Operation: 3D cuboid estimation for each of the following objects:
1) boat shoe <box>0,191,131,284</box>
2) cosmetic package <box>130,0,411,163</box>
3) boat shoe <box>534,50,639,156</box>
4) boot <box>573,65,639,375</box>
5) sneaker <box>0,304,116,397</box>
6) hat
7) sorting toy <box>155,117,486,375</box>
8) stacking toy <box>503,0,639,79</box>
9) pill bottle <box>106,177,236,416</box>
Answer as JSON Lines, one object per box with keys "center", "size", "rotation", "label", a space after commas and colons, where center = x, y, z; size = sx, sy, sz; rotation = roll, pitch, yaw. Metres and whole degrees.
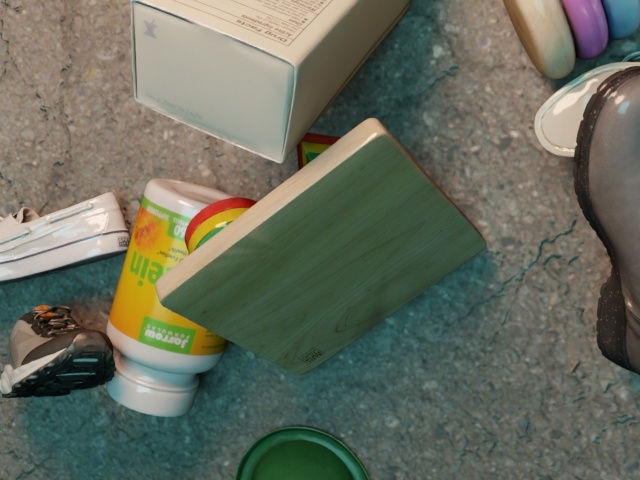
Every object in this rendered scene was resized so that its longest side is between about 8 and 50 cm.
{"center": [-0.356, 0.002, 1.060], "size": [0.258, 0.095, 0.084], "rotation": [-13, 88, 5], "label": "boat shoe"}
{"center": [-0.028, -0.225, 0.831], "size": [0.160, 0.309, 0.113], "rotation": [25, 139, 12], "label": "cosmetic package"}
{"center": [0.337, -0.148, 0.862], "size": [0.254, 0.079, 0.095], "rotation": [-26, 87, 13], "label": "boat shoe"}
{"center": [0.343, 0.023, 0.754], "size": [0.118, 0.222, 0.338], "rotation": [-27, 120, -13], "label": "boot"}
{"center": [-0.308, 0.121, 0.990], "size": [0.271, 0.100, 0.108], "rotation": [-20, 70, 56], "label": "sneaker"}
{"center": [-0.035, 0.328, 0.949], "size": [0.173, 0.183, 0.209], "rotation": [-27, 88, 15], "label": "hat"}
{"center": [0.000, 0.000, 0.882], "size": [0.257, 0.255, 0.089], "rotation": [-36, 53, 13], "label": "sorting toy"}
{"center": [0.340, -0.283, 0.827], "size": [0.330, 0.141, 0.141], "rotation": [-25, 89, 11], "label": "stacking toy"}
{"center": [-0.160, 0.065, 0.982], "size": [0.136, 0.136, 0.246], "rotation": [20, 100, 12], "label": "pill bottle"}
